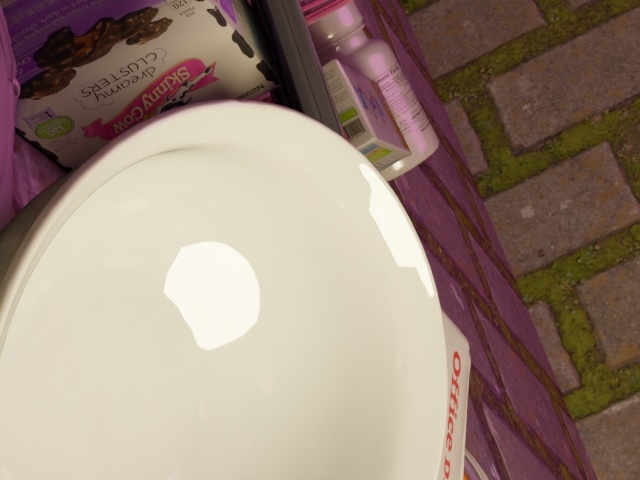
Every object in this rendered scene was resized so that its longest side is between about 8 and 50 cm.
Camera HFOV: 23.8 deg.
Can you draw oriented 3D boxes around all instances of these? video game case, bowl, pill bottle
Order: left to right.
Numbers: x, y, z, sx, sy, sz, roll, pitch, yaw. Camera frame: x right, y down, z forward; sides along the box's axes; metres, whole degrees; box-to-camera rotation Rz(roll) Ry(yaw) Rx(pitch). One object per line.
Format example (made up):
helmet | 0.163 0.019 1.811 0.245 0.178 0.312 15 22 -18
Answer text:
bowl | -0.080 0.080 0.758 0.298 0.134 0.298 -3 94 -45
video game case | -0.015 -0.102 1.126 0.274 0.026 0.196 92 -20 -77
pill bottle | 0.049 -0.194 1.987 0.229 0.131 0.131 61 12 -11

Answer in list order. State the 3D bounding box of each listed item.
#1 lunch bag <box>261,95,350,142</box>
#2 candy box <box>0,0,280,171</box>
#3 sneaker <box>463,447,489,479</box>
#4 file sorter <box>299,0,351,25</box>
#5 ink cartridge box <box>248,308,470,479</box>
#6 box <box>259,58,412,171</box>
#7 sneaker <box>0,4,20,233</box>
lunch bag | 0.000 0.000 1.414 0.258 0.120 0.293 60 13 -15
candy box | -0.143 -0.136 1.000 0.196 0.164 0.070 43 24 -57
sneaker | 0.083 0.270 1.206 0.321 0.124 0.180 57 20 10
file sorter | -0.061 -0.328 1.652 0.182 0.202 0.291 61 12 -16
ink cartridge box | -0.006 0.108 1.028 0.289 0.121 0.211 49 42 -51
box | 0.018 -0.127 1.761 0.103 0.114 0.203 64 13 8
sneaker | -0.203 -0.095 0.816 0.129 0.111 0.297 52 17 -55
